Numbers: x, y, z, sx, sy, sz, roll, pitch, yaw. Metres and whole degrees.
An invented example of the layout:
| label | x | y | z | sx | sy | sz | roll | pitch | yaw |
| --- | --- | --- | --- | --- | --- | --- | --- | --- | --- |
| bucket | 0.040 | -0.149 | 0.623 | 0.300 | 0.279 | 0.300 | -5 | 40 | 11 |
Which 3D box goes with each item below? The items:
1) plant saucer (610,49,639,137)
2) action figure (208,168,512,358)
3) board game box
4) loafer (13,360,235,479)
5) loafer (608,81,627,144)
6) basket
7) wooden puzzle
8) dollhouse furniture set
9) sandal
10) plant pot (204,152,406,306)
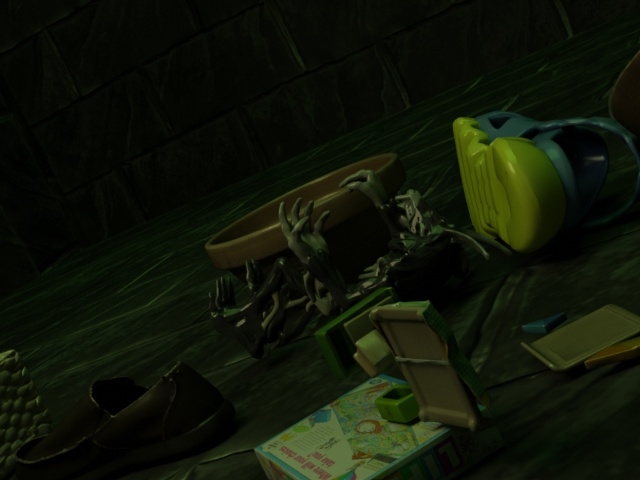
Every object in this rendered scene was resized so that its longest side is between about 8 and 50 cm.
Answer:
| label | x | y | z | sx | sy | sz | roll | pitch | yaw |
| --- | --- | --- | --- | --- | --- | --- | --- | --- | --- |
| plant saucer | 0.374 | -0.138 | 0.783 | 0.311 | 0.050 | 0.310 | -13 | -19 | -5 |
| action figure | 0.025 | 0.012 | 0.950 | 0.276 | 0.141 | 0.164 | -22 | -2 | 30 |
| board game box | 0.029 | 0.125 | 0.638 | 0.103 | 0.026 | 0.154 | -28 | 9 | -17 |
| loafer | -0.175 | 0.151 | 0.884 | 0.220 | 0.078 | 0.080 | -22 | 10 | 22 |
| loafer | 0.407 | -0.168 | 0.979 | 0.302 | 0.109 | 0.095 | -28 | 2 | -23 |
| basket | -0.363 | 0.192 | 1.066 | 0.103 | 0.113 | 0.167 | -21 | 10 | 17 |
| wooden puzzle | 0.169 | 0.063 | 0.661 | 0.079 | 0.014 | 0.116 | -21 | 9 | 4 |
| dollhouse furniture set | 0.058 | 0.059 | 0.601 | 0.058 | 0.076 | 0.152 | -30 | 9 | -24 |
| sandal | 0.209 | -0.063 | 0.987 | 0.138 | 0.126 | 0.317 | -15 | 14 | -2 |
| plant pot | 0.000 | 0.000 | 1.174 | 0.237 | 0.109 | 0.237 | -26 | 8 | 4 |
